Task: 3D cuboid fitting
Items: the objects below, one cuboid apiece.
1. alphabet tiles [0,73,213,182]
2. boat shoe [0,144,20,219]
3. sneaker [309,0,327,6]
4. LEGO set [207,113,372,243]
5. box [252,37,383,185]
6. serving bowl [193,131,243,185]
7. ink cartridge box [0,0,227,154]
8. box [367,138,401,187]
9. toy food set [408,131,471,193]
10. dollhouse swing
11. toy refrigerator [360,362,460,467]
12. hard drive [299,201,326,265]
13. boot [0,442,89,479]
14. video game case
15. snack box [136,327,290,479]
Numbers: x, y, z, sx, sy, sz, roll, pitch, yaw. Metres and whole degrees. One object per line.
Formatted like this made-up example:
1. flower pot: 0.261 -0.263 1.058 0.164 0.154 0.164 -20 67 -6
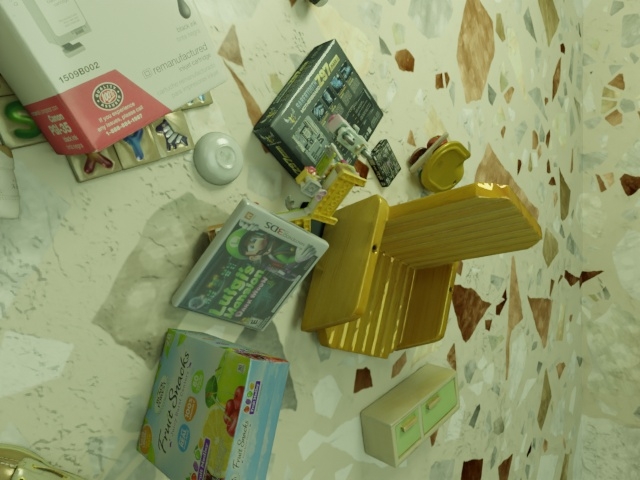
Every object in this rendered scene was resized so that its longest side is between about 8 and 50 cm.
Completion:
1. alphabet tiles: -0.289 -0.261 0.552 0.285 0.011 0.342 -29 111 -39
2. boat shoe: -0.417 -0.025 0.378 0.277 0.098 0.096 -18 103 -43
3. sneaker: 0.029 -0.520 0.802 0.081 0.080 0.211 21 78 -39
4. LEGO set: -0.047 -0.077 0.694 0.287 0.107 0.132 -36 136 13
5. box: 0.006 -0.218 0.805 0.183 0.059 0.232 46 62 -35
6. serving bowl: -0.152 -0.128 0.678 0.083 0.027 0.083 -1 92 -43
7. ink cartridge box: -0.261 -0.265 0.472 0.207 0.117 0.283 -45 127 -33
8. box: 0.141 -0.170 0.964 0.067 0.018 0.083 -53 125 -29
9. toy food set: 0.274 -0.193 1.045 0.128 0.071 0.218 -50 145 15
10. dollhouse swing: 0.214 0.085 0.828 0.347 0.305 0.315 26 73 -48
11. toy refrigerator: 0.217 0.390 1.005 0.269 0.094 0.102 -15 102 -42
12. hard drive: 0.000 0.000 0.831 0.135 0.022 0.094 36 68 -39
13. boot: -0.294 0.292 0.458 0.213 0.165 0.077 48 59 -36
14. video game case: -0.102 0.048 0.670 0.173 0.022 0.190 28 105 -41
15. snack box: -0.146 0.220 0.570 0.070 0.207 0.174 20 77 -42
